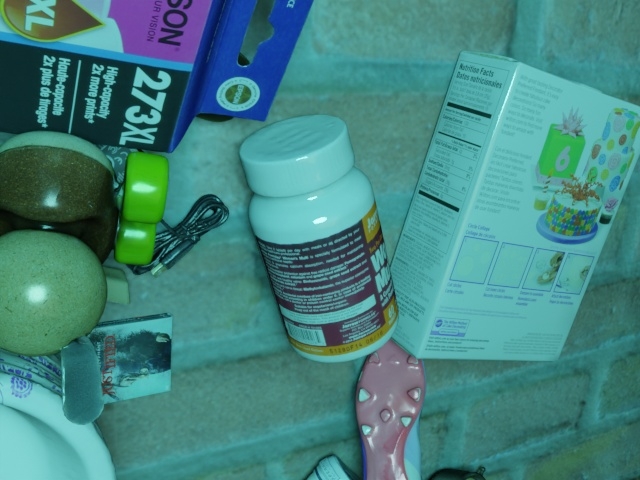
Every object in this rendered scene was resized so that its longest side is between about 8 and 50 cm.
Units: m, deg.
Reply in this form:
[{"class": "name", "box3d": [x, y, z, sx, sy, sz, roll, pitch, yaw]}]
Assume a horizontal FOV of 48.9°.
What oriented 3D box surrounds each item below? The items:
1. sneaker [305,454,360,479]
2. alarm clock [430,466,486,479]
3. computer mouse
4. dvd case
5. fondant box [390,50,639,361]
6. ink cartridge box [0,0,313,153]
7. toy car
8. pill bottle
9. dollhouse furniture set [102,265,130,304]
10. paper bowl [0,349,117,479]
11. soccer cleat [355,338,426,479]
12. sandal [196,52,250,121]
[{"class": "sneaker", "box3d": [0.047, 0.376, 0.902, 0.091, 0.094, 0.258, -37, 116, -1]}, {"class": "alarm clock", "box3d": [0.173, 0.383, 0.956, 0.192, 0.064, 0.129, 2, 84, -52]}, {"class": "computer mouse", "box3d": [-0.170, -0.053, 0.610, 0.106, 0.042, 0.193, -40, 131, -4]}, {"class": "dvd case", "box3d": [-0.202, 0.118, 0.679, 0.119, 0.013, 0.087, -5, 113, -28]}, {"class": "fondant box", "box3d": [0.224, -0.025, 0.822, 0.238, 0.096, 0.330, 8, 107, -33]}, {"class": "ink cartridge box", "box3d": [-0.181, -0.147, 0.453, 0.371, 0.069, 0.175, 2, 141, -25]}, {"class": "toy car", "box3d": [-0.194, 0.033, 0.491, 0.155, 0.188, 0.149, 6, 153, -17]}, {"class": "pill bottle", "box3d": [0.000, 0.000, 0.682, 0.121, 0.121, 0.221, -26, 122, -19]}, {"class": "dollhouse furniture set", "box3d": [-0.225, 0.066, 0.610, 0.114, 0.091, 0.081, 16, 117, -38]}, {"class": "paper bowl", "box3d": [-0.319, 0.196, 0.559, 0.284, 0.148, 0.284, -12, 117, -26]}, {"class": "soccer cleat", "box3d": [0.087, 0.236, 0.837, 0.095, 0.083, 0.248, 49, 40, -72]}, {"class": "sandal", "box3d": [-0.141, -0.168, 0.570, 0.219, 0.060, 0.090, 21, 105, -50]}]
